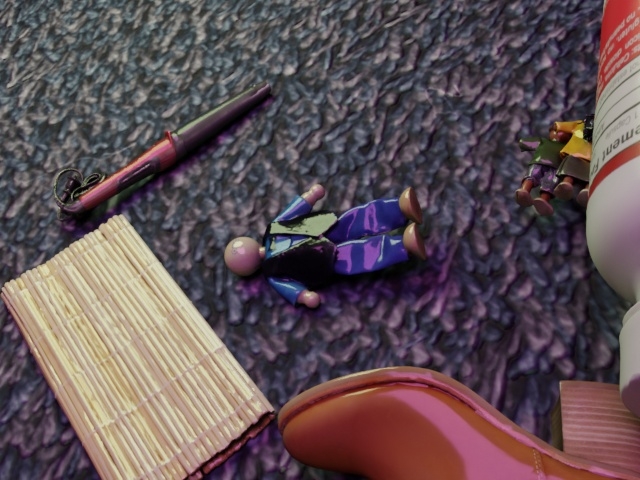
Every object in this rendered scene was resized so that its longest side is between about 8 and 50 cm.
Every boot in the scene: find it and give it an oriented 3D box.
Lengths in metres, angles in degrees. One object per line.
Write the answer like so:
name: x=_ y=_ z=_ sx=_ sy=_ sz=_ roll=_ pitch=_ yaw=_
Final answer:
boot: x=0.094 y=0.209 z=0.611 sx=0.283 sy=0.109 sz=0.220 roll=2 pitch=57 yaw=11

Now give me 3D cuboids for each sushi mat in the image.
sushi mat: x=-0.181 y=0.101 z=0.830 sx=0.151 sy=0.019 sz=0.316 roll=-35 pitch=50 yaw=-12

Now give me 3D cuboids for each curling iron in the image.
curling iron: x=-0.174 y=-0.106 z=0.982 sx=0.274 sy=0.035 sz=0.068 roll=-32 pitch=50 yaw=-8

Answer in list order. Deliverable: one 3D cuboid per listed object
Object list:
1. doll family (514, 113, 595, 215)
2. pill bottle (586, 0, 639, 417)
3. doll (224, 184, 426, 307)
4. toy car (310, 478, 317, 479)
doll family: x=0.267 y=-0.065 z=0.777 sx=0.193 sy=0.076 sz=0.111 roll=23 pitch=62 yaw=14
pill bottle: x=0.307 y=-0.078 z=0.617 sx=0.229 sy=0.229 sz=0.407 roll=2 pitch=64 yaw=20
doll: x=0.000 y=0.000 z=0.832 sx=0.189 sy=0.046 sz=0.129 roll=-13 pitch=59 yaw=17
toy car: x=-0.027 y=0.240 z=0.668 sx=0.040 sy=0.060 sz=0.122 roll=38 pitch=86 yaw=-8
